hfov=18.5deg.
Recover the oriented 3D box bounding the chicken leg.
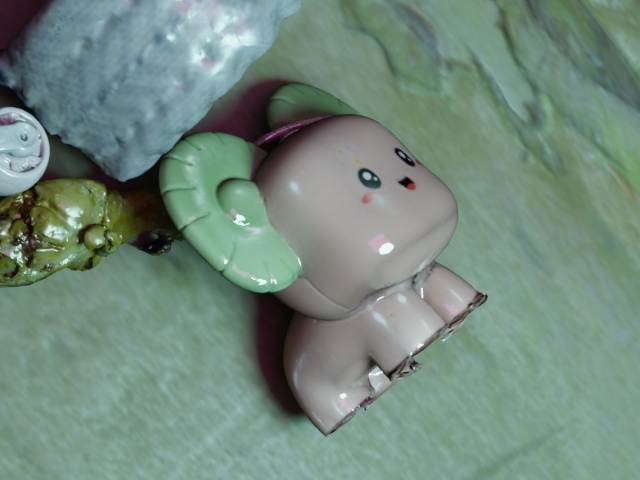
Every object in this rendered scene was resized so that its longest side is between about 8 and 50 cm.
[{"bbox_3d":[-0.191,-0.013,1.651,0.228,0.103,0.088,-9,68,-24],"label":"chicken leg"}]

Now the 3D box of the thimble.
[{"bbox_3d":[-0.138,-0.179,1.626,0.157,0.217,0.245,44,92,-10],"label":"thimble"}]

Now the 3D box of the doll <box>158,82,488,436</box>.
[{"bbox_3d":[0.000,0.000,1.680,0.268,0.216,0.284,49,38,8],"label":"doll"}]

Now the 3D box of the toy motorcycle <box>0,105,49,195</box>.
[{"bbox_3d":[-0.327,-0.081,1.530,0.254,0.112,0.112,16,79,-34],"label":"toy motorcycle"}]
